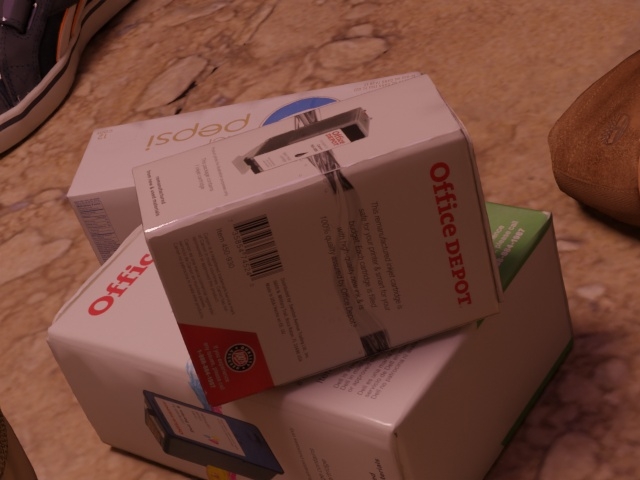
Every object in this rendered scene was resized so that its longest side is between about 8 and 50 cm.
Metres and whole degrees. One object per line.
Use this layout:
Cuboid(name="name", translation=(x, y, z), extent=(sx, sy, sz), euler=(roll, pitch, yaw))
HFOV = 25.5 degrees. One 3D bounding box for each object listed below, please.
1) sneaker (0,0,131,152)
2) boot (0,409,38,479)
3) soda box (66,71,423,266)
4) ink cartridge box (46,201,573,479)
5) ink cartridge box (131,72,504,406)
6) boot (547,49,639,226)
Cuboid(name="sneaker", translation=(-0.239, -0.193, 1.099), extent=(0.126, 0.127, 0.321), euler=(2, 43, 25))
Cuboid(name="boot", translation=(-0.199, 0.100, 0.629), extent=(0.095, 0.203, 0.262), euler=(-40, 42, -26))
Cuboid(name="soda box", translation=(-0.036, -0.038, 0.849), extent=(0.216, 0.069, 0.074), euler=(-8, 38, 15))
Cuboid(name="ink cartridge box", translation=(-0.005, 0.046, 0.705), extent=(0.212, 0.093, 0.154), euler=(13, 47, 33))
Cuboid(name="ink cartridge box", translation=(0.000, 0.000, 0.601), extent=(0.135, 0.099, 0.056), euler=(-18, 36, -3))
Cuboid(name="boot", translation=(0.246, -0.119, 0.801), extent=(0.305, 0.112, 0.115), euler=(-41, 30, -23))
